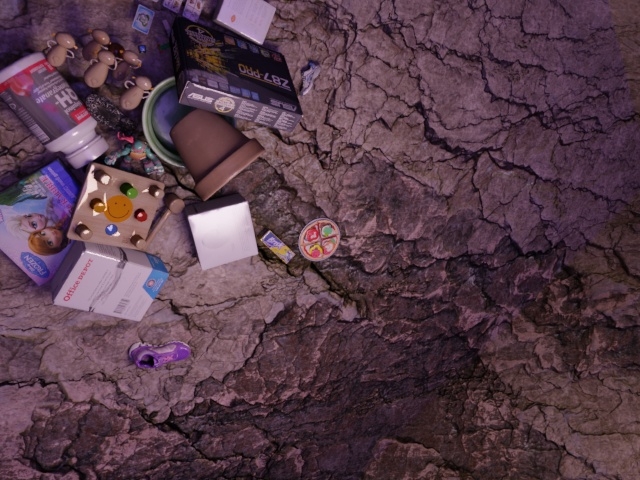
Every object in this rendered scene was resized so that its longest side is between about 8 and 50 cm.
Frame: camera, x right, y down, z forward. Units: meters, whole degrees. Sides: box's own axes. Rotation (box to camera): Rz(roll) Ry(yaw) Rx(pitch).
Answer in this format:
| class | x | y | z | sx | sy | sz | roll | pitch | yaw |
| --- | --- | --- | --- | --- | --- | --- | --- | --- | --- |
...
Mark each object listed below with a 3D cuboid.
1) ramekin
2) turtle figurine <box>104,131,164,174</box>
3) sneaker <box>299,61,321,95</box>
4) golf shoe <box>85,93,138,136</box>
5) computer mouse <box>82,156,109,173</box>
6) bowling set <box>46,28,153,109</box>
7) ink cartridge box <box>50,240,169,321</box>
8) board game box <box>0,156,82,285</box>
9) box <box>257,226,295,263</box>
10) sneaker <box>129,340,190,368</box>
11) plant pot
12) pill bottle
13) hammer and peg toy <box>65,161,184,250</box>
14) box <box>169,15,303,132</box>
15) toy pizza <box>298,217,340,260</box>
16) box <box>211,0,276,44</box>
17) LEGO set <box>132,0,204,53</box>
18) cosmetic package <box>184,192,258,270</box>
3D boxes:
| class | x | y | z | sx | sy | sz | roll | pitch | yaw |
| --- | --- | --- | --- | --- | --- | --- | --- | --- | --- |
| ramekin | -0.451 | -0.408 | 1.518 | 0.303 | 0.148 | 0.304 | -9 | 113 | -22 |
| turtle figurine | -0.596 | -0.272 | 1.452 | 0.175 | 0.234 | 0.118 | 14 | 82 | -21 |
| sneaker | -0.052 | -0.614 | 1.692 | 0.058 | 0.052 | 0.135 | 28 | 89 | -21 |
| golf shoe | -0.676 | -0.401 | 1.408 | 0.077 | 0.093 | 0.198 | -52 | 156 | -5 |
| computer mouse | -0.734 | -0.185 | 1.533 | 0.105 | 0.042 | 0.193 | -19 | 116 | -19 |
| bowling set | -0.633 | -0.555 | 1.326 | 0.287 | 0.154 | 0.200 | 27 | 54 | -36 |
| ink cartridge box | -0.734 | 0.135 | 1.562 | 0.307 | 0.129 | 0.223 | 26 | 103 | -44 |
| board game box | -0.906 | -0.059 | 1.486 | 0.318 | 0.066 | 0.319 | -35 | 121 | -9 |
| box | -0.185 | 0.020 | 1.867 | 0.059 | 0.054 | 0.169 | -46 | 121 | -3 |
| sneaker | -0.642 | 0.469 | 1.796 | 0.236 | 0.104 | 0.095 | 4 | 106 | -28 |
| plant pot | -0.342 | -0.292 | 1.408 | 0.263 | 0.263 | 0.229 | -40 | 102 | -6 |
| pill bottle | -0.800 | -0.382 | 1.346 | 0.176 | 0.176 | 0.319 | -37 | 121 | -8 |
| hammer and peg toy | -0.632 | -0.089 | 1.501 | 0.361 | 0.127 | 0.266 | 16 | 99 | -50 |
| box | -0.272 | -0.530 | 1.443 | 0.394 | 0.319 | 0.097 | 7 | 145 | -35 |
| toy pizza | 0.000 | 0.000 | 1.960 | 0.201 | 0.032 | 0.202 | -9 | 113 | -22 |
| box | -0.259 | -0.762 | 1.505 | 0.170 | 0.091 | 0.130 | 19 | 101 | -30 |
| LEGO set | -0.506 | -0.703 | 1.449 | 0.182 | 0.060 | 0.245 | 18 | 90 | -29 |
| cosmetic package | -0.379 | -0.038 | 1.703 | 0.224 | 0.138 | 0.224 | -16 | 115 | -18 |
